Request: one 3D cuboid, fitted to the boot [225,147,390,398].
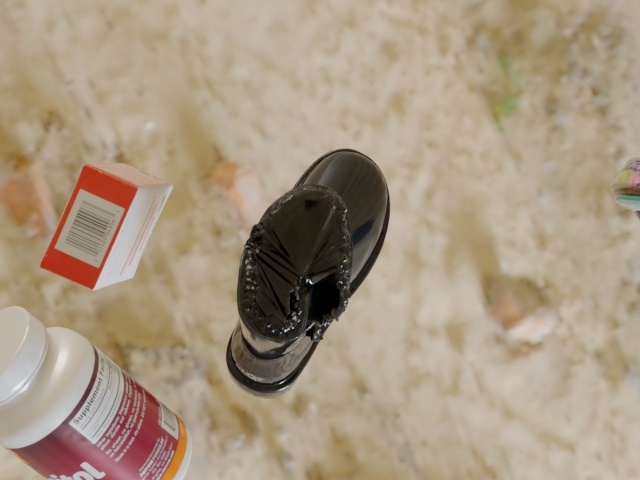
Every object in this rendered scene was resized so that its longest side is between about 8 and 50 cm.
[{"bbox_3d":[0.000,0.000,1.443,0.094,0.207,0.246,27,68,3],"label":"boot"}]

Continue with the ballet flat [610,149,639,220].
[{"bbox_3d":[0.303,-0.044,1.536,0.221,0.077,0.079,34,74,-64],"label":"ballet flat"}]

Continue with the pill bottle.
[{"bbox_3d":[-0.159,0.110,1.129,0.152,0.086,0.086,45,35,-34],"label":"pill bottle"}]

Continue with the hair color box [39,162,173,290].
[{"bbox_3d":[-0.176,-0.014,1.477,0.053,0.093,0.167,24,4,4],"label":"hair color box"}]
